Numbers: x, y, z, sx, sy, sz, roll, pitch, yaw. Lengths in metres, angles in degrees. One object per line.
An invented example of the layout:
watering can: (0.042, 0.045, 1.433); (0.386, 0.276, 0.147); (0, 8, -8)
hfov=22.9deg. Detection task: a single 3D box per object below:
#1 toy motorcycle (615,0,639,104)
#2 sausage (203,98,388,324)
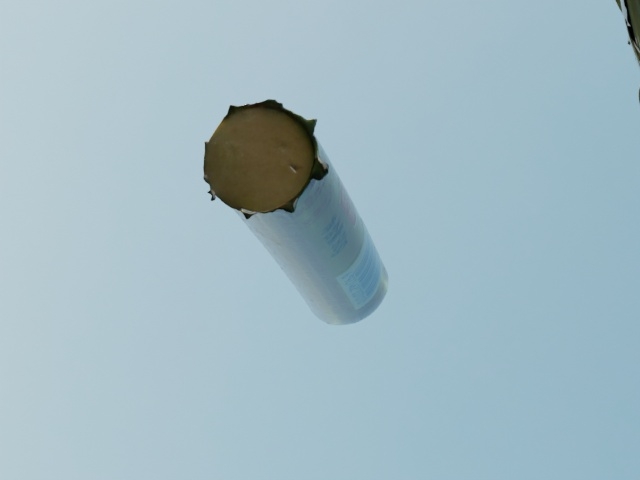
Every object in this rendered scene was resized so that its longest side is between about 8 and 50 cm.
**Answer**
toy motorcycle: (0.163, -0.130, 0.669); (0.112, 0.112, 0.254); (15, -67, 53)
sausage: (0.000, 0.000, 1.138); (0.082, 0.082, 0.371); (58, 1, 19)
